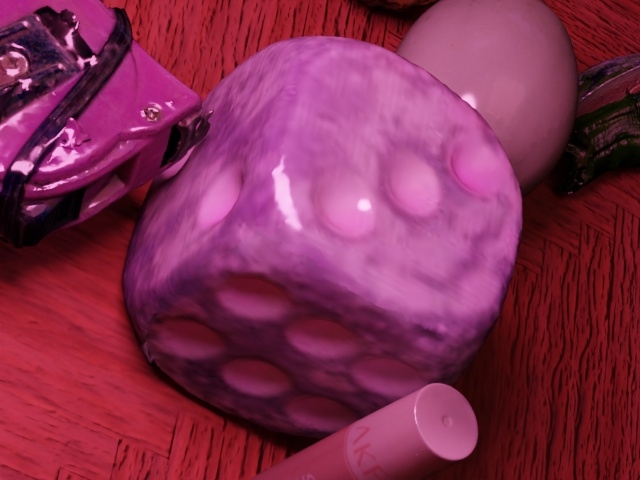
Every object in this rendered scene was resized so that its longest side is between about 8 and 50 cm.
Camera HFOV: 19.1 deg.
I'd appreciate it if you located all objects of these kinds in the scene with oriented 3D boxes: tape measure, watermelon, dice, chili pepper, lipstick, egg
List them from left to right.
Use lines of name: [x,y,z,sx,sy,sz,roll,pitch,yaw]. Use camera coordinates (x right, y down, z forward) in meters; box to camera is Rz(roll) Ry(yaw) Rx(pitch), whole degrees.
tape measure: [-0.248,-0.125,1.628,0.245,0.149,0.231,-39,79,-27]
dice: [0.000,0.000,1.716,0.270,0.270,0.271,31,51,-22]
lipstick: [0.030,0.197,1.646,0.070,0.254,0.070,19,57,-31]
egg: [0.167,-0.147,1.977,0.203,0.203,0.282,40,47,-16]
chili pepper: [0.333,-0.116,2.187,0.224,0.061,0.098,-14,117,-43]
watermelon: [0.347,-0.181,2.235,0.155,0.101,0.080,-9,84,-32]

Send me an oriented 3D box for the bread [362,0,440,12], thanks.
bread: [0.071,-0.348,2.066,0.230,0.123,0.230,15,59,-26]
